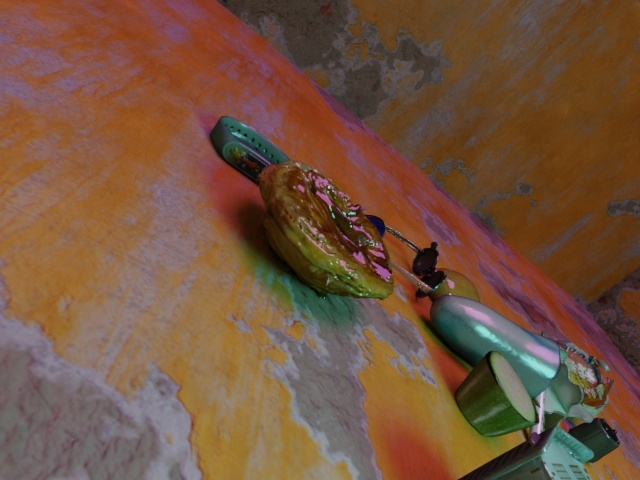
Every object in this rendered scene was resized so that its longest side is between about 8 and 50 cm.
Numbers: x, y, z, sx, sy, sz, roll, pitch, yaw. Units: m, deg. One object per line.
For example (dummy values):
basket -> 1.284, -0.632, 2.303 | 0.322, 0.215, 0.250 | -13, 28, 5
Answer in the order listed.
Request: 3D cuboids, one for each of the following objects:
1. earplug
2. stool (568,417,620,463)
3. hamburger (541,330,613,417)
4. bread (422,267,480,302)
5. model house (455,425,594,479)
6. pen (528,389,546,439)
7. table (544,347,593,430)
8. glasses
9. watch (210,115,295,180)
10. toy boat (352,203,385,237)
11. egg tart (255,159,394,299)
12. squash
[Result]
earplug -> 0.424, 0.245, 1.225 | 0.324, 0.185, 0.185 | 35, 23, -7
stool -> 0.739, 0.537, 1.290 | 0.096, 0.110, 0.096 | 36, 26, -21
hamburger -> 0.793, 0.443, 1.542 | 0.260, 0.150, 0.276 | 34, 33, 24
bread -> 0.412, 0.152, 1.462 | 0.217, 0.098, 0.147 | 18, 36, -43
model house -> 0.287, 0.405, 0.646 | 0.198, 0.224, 0.215 | 24, 33, -34
pen -> 0.552, 0.383, 1.203 | 0.033, 0.033, 0.269 | 38, 52, -13
table -> 0.625, 0.398, 1.287 | 0.166, 0.166, 0.198 | 35, 24, -19
glasses -> 0.225, 0.025, 1.351 | 0.268, 0.118, 0.234 | 36, 26, -14
watch -> -0.168, -0.221, 1.213 | 0.237, 0.068, 0.195 | 32, 22, -15
toy boat -> 0.040, -0.094, 1.313 | 0.318, 0.072, 0.219 | 42, 30, 24
egg tart -> 0.000, 0.000, 0.972 | 0.351, 0.153, 0.339 | 35, 24, -20
squash -> 0.381, 0.341, 1.031 | 0.170, 0.123, 0.170 | 36, 23, -18
